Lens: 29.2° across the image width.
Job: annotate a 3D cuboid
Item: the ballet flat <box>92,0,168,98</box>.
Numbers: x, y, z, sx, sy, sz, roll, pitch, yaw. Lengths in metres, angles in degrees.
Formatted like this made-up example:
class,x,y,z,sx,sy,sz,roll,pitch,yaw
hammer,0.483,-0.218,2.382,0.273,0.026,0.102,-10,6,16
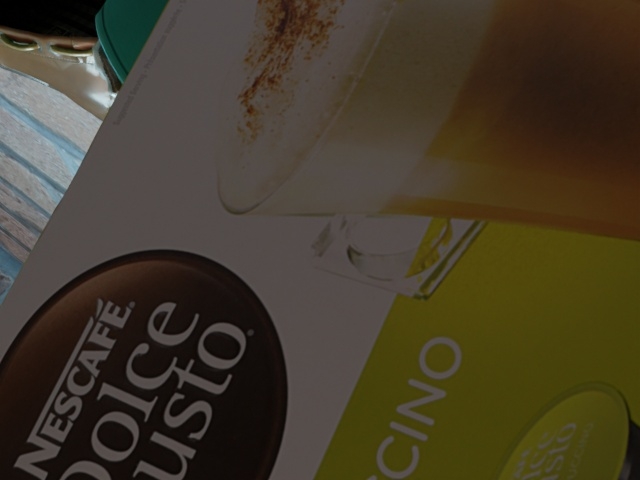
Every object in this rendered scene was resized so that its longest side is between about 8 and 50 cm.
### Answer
class,x,y,z,sx,sy,sz,roll,pitch,yaw
ballet flat,-0.029,-0.060,1.008,0.409,0.147,0.147,39,163,16

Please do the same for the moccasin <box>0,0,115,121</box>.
class,x,y,z,sx,sy,sz,roll,pitch,yaw
moccasin,-0.307,-0.242,1.224,0.380,0.139,0.147,36,156,31

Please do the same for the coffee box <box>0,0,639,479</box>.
class,x,y,z,sx,sy,sz,roll,pitch,yaw
coffee box,0.081,0.082,0.587,0.334,0.337,0.338,19,165,29
